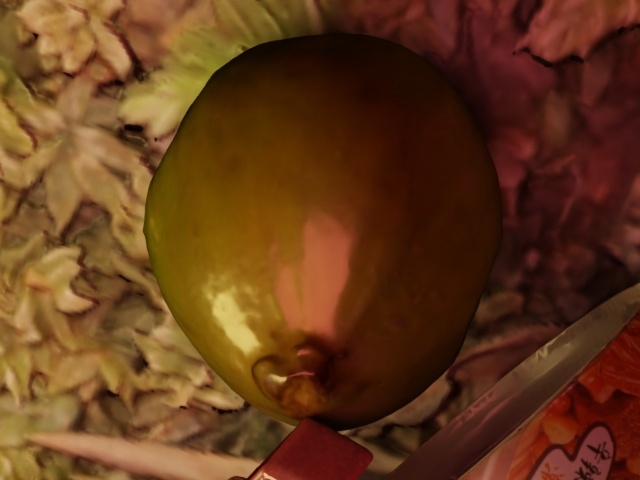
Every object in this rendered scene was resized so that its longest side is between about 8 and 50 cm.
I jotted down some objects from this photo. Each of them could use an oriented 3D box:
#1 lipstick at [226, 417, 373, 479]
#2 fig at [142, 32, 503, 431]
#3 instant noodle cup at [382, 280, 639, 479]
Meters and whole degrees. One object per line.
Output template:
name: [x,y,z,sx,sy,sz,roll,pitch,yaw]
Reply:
lipstick: [-0.074,0.162,0.793,0.051,0.051,0.312,36,133,-4]
fig: [0.003,-0.004,0.754,0.136,0.121,0.153,-21,80,21]
instant noodle cup: [0.116,0.145,0.729,0.250,0.250,0.192,-41,88,19]
